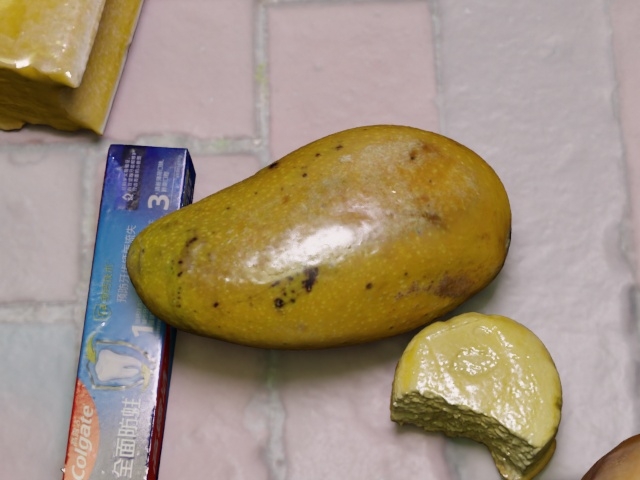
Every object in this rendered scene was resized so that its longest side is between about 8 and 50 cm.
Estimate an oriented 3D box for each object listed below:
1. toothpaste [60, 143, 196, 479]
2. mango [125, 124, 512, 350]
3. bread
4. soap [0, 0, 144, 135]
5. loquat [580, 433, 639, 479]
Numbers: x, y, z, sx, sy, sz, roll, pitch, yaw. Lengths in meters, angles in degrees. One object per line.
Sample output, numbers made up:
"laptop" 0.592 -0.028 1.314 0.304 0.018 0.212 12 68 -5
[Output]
"toothpaste" -0.168 0.072 1.659 0.076 0.066 0.320 4 71 5
"mango" 0.005 0.002 1.606 0.330 0.176 0.175 -15 110 -22
"bread" 0.142 0.125 1.613 0.156 0.086 0.125 26 67 9
"soap" -0.307 -0.280 1.749 0.293 0.156 0.335 12 70 12
"loquat" 0.295 0.264 1.499 0.238 0.193 0.238 -2 84 22
